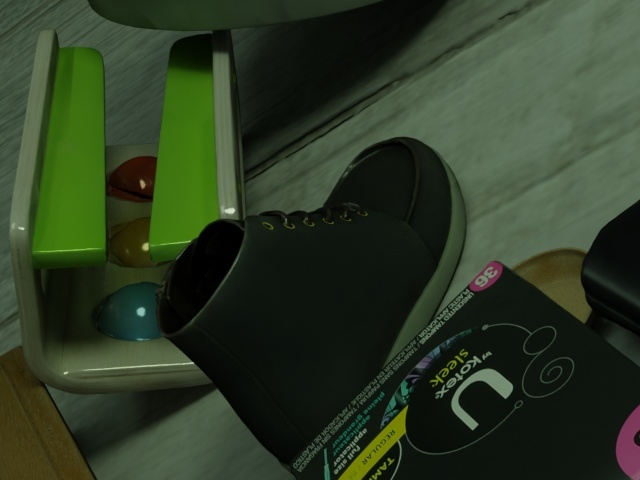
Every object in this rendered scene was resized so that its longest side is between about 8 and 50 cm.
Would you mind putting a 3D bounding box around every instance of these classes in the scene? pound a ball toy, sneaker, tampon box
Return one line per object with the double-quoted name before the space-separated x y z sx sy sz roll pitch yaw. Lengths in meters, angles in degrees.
"pound a ball toy" -0.149 -0.032 1.132 0.208 0.135 0.319 -5 30 -2
"sneaker" 0.000 0.000 0.931 0.083 0.118 0.222 -23 32 35
"tampon box" 0.084 0.103 0.677 0.120 0.101 0.161 -45 26 -2

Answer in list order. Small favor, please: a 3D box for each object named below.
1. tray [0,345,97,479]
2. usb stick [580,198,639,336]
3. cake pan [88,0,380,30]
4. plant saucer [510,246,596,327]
"tray" -0.181 0.193 0.887 0.203 0.076 0.411 -29 24 -10
"usb stick" 0.188 0.037 0.698 0.077 0.045 0.278 -39 25 -7
"cake pan" -0.032 -0.201 1.213 0.293 0.054 0.293 -7 23 3
"plant saucer" 0.098 0.039 0.853 0.083 0.015 0.083 -33 27 19
